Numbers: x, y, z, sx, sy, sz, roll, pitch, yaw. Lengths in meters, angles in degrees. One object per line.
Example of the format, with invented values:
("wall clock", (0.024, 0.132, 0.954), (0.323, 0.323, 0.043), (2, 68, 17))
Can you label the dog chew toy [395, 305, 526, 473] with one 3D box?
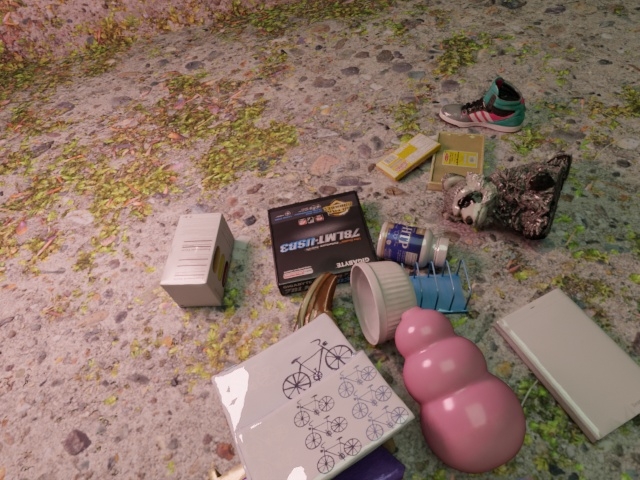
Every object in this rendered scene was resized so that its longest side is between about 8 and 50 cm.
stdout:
("dog chew toy", (0.271, 0.295, 0.859), (0.207, 0.206, 0.331), (-24, 71, -10))

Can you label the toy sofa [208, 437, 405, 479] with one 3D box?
("toy sofa", (-0.020, 0.463, 0.811), (0.363, 0.150, 0.177), (-28, 36, -13))

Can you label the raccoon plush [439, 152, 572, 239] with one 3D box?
("raccoon plush", (0.561, -0.150, 1.249), (0.299, 0.216, 0.446), (14, 26, 34))

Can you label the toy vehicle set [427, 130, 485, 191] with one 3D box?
("toy vehicle set", (0.467, -0.270, 1.391), (0.166, 0.035, 0.266), (10, 55, 15))

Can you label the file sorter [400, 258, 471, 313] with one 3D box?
("file sorter", (0.298, 0.120, 1.080), (0.170, 0.104, 0.118), (-4, 52, 5))

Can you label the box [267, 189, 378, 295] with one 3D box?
("box", (0.000, 0.000, 1.234), (0.296, 0.073, 0.293), (-11, 52, 0))

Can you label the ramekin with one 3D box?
("ramekin", (0.158, 0.148, 1.023), (0.109, 0.207, 0.207), (-11, 52, -12))

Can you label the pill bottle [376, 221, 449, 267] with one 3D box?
("pill bottle", (0.263, 0.016, 1.158), (0.187, 0.112, 0.112), (12, 56, 16))

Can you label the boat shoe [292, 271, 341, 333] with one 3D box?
("boat shoe", (-0.008, 0.240, 1.035), (0.120, 0.122, 0.324), (17, 65, 13))

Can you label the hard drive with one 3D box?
("hard drive", (0.599, 0.276, 0.962), (0.203, 0.040, 0.307), (-25, 53, -11))

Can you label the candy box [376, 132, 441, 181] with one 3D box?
("candy box", (0.304, -0.291, 1.412), (0.206, 0.027, 0.105), (-36, 51, -8))

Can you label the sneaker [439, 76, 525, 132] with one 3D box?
("sneaker", (0.581, -0.491, 1.451), (0.296, 0.178, 0.123), (12, 56, 16))

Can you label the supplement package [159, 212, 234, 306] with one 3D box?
("supplement package", (-0.351, 0.056, 1.196), (0.134, 0.139, 0.244), (-3, 54, 7))

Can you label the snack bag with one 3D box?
("snack bag", (-0.037, 0.319, 0.838), (0.323, 0.037, 0.342), (-28, 41, -12))
